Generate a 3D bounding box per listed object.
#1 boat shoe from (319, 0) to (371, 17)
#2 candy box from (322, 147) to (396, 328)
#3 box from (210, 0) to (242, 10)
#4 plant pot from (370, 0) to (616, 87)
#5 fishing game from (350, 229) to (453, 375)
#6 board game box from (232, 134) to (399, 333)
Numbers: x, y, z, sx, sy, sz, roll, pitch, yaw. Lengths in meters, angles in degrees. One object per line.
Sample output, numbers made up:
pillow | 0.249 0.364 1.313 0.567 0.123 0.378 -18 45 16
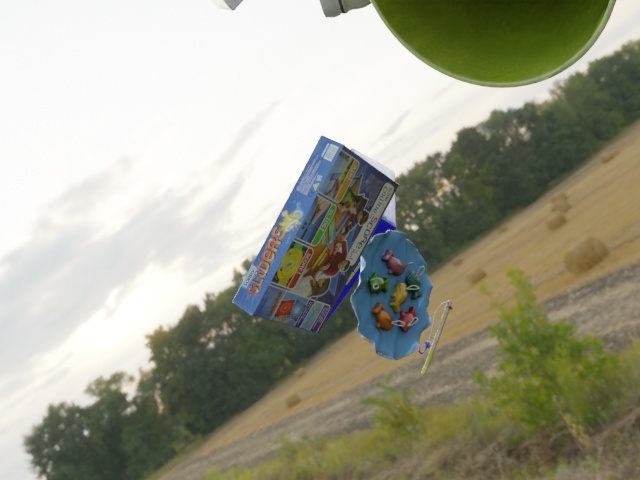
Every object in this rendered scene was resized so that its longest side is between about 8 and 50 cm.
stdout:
boat shoe | 0.041 -0.463 0.977 0.156 0.136 0.367 -11 -38 8
candy box | 0.030 -0.012 1.457 0.268 0.122 0.317 -55 8 21
box | -0.138 -0.524 1.313 0.203 0.114 0.103 -47 31 -4
plant pot | 0.228 -0.362 0.802 0.293 0.275 0.275 -52 4 -33
fishing game | 0.111 0.077 1.050 0.041 0.264 0.189 -6 43 43
board game box | 0.000 0.000 0.818 0.136 0.035 0.201 27 -88 -55
